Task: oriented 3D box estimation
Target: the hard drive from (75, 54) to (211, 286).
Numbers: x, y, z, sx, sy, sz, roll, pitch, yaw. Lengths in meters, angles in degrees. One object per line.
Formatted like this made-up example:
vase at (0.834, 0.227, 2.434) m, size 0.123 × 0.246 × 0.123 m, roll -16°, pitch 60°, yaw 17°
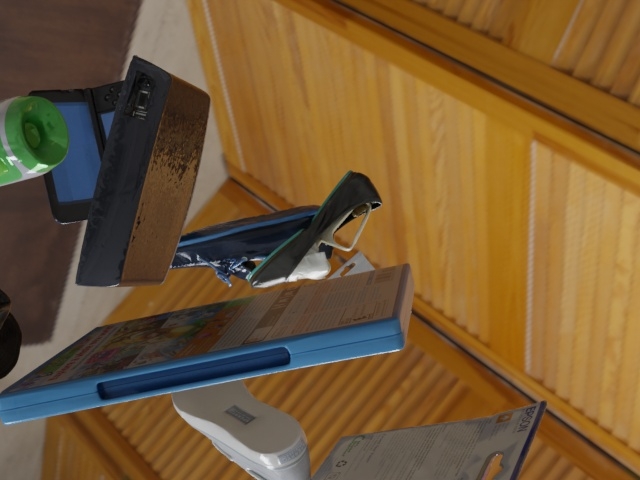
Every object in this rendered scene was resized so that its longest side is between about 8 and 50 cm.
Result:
hard drive at (-0.194, -0.067, 1.106) m, size 0.172 × 0.054 × 0.255 m, roll 10°, pitch 95°, yaw -76°

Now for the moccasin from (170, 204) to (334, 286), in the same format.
moccasin at (-0.141, 0.024, 1.789) m, size 0.342 × 0.138 × 0.117 m, roll -11°, pitch 102°, yaw 7°

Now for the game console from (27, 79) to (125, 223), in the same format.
game console at (-0.461, -0.202, 2.110) m, size 0.173 × 0.250 × 0.293 m, roll -24°, pitch 102°, yaw -82°

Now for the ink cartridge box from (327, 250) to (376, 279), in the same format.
ink cartridge box at (0.065, 0.075, 1.340) m, size 0.063 × 0.029 × 0.115 m, roll -41°, pitch 99°, yaw -5°

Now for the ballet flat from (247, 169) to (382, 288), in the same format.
ballet flat at (0.000, 0.000, 1.670) m, size 0.280 × 0.096 × 0.095 m, roll -47°, pitch 170°, yaw -6°

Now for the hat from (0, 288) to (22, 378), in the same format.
hat at (-0.761, 0.146, 2.083) m, size 0.134 × 0.331 × 0.331 m, roll -42°, pitch 149°, yaw 25°

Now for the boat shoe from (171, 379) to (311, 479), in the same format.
boat shoe at (-0.068, 0.166, 0.853) m, size 0.066 × 0.184 × 0.063 m, roll -32°, pitch 120°, yaw -32°

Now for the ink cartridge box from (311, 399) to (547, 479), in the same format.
ink cartridge box at (0.077, 0.226, 0.836) m, size 0.223 × 0.224 × 0.045 m, roll -41°, pitch 111°, yaw -58°

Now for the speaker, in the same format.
speaker at (-0.545, -0.141, 1.536) m, size 0.131 × 0.296 × 0.131 m, roll 31°, pitch 53°, yaw -55°

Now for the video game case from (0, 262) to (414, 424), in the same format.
video game case at (-0.042, 0.043, 0.434) m, size 0.119 × 0.166 × 0.015 m, roll -52°, pitch 129°, yaw -78°
